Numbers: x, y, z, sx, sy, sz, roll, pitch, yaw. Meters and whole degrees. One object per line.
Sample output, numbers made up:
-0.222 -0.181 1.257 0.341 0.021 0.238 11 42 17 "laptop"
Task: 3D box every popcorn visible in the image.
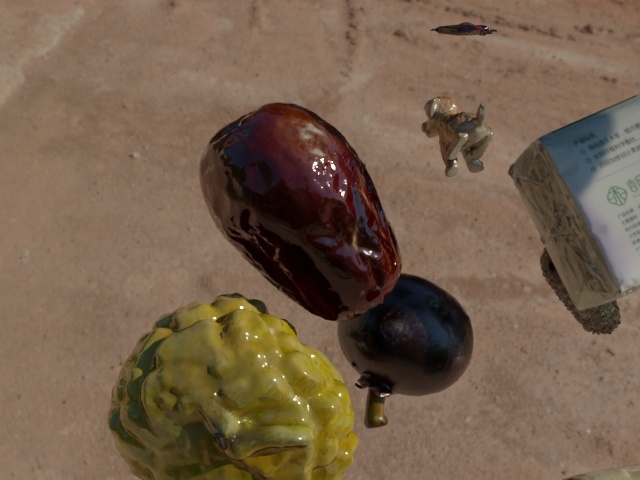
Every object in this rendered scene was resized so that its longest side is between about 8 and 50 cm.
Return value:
-0.113 0.229 1.030 0.349 0.349 0.382 17 22 4 "popcorn"

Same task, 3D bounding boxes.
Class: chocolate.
0.319 -0.475 1.607 0.086 0.028 0.182 -8 22 -15 "chocolate"

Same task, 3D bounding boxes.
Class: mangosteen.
0.124 0.187 1.196 0.235 0.235 0.261 23 75 10 "mangosteen"

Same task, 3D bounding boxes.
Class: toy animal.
0.284 -0.259 1.481 0.104 0.184 0.185 -3 48 -12 "toy animal"

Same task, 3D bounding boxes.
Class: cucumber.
0.535 0.099 1.470 0.359 0.096 0.096 37 18 -48 "cucumber"

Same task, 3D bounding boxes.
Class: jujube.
-0.023 -0.038 0.989 0.318 0.223 0.223 53 43 -14 "jujube"

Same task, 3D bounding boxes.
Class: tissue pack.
0.513 -0.086 1.093 0.356 0.194 0.266 -23 80 -7 "tissue pack"

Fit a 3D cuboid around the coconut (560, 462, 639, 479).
0.446 0.462 0.999 0.328 0.329 0.329 7 42 -7 "coconut"
